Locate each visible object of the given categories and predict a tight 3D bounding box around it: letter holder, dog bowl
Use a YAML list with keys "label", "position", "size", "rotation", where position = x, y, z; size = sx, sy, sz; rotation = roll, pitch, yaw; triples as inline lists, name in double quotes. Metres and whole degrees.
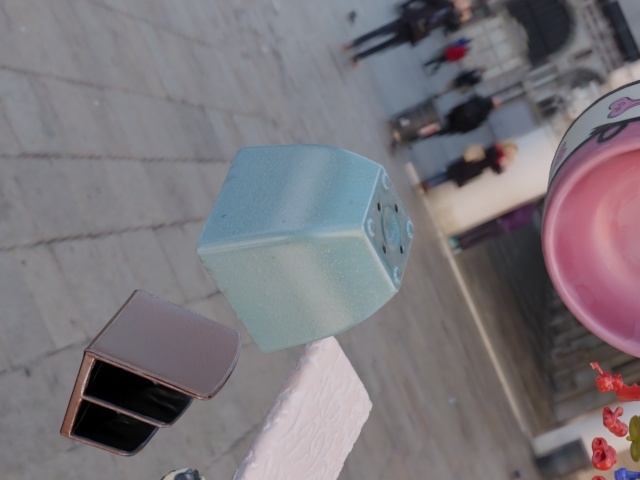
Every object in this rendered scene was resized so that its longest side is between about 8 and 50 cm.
- label: "letter holder"
  position: [-0.259, 0.225, 1.922]
  size: [0.302, 0.214, 0.152]
  rotation: [-69, 179, -74]
- label: "dog bowl"
  position: [0.485, -0.010, 1.608]
  size: [0.150, 0.408, 0.408]
  rotation: [-43, 111, -51]

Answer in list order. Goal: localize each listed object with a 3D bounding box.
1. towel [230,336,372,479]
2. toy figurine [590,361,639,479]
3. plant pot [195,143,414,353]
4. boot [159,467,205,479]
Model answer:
- label: "towel"
  position: [-0.028, 0.365, 2.167]
  size: [0.331, 0.053, 0.317]
  rotation: [-61, 150, -22]
- label: "toy figurine"
  position: [0.451, 0.313, 1.406]
  size: [0.191, 0.217, 0.362]
  rotation: [47, 41, -47]
- label: "plant pot"
  position: [0.000, 0.000, 1.845]
  size: [0.247, 0.252, 0.248]
  rotation: [61, 33, -36]
- label: "boot"
  position: [-0.146, 0.447, 1.647]
  size: [0.138, 0.377, 0.284]
  rotation: [-13, 60, -38]
